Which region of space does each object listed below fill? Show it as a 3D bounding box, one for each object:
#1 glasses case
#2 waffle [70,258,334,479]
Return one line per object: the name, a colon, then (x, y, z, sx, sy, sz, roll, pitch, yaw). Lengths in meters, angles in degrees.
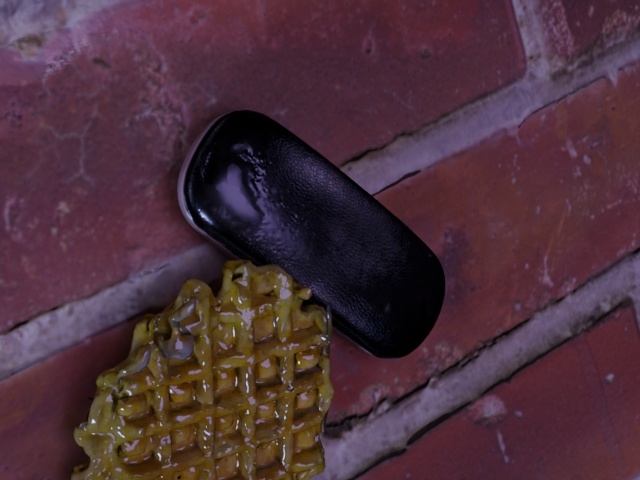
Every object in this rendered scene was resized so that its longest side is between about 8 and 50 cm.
glasses case: (0.000, 0.000, 1.156, 0.314, 0.075, 0.122, 37, 71, -32)
waffle: (-0.086, 0.161, 1.097, 0.280, 0.060, 0.262, -52, 127, -8)
